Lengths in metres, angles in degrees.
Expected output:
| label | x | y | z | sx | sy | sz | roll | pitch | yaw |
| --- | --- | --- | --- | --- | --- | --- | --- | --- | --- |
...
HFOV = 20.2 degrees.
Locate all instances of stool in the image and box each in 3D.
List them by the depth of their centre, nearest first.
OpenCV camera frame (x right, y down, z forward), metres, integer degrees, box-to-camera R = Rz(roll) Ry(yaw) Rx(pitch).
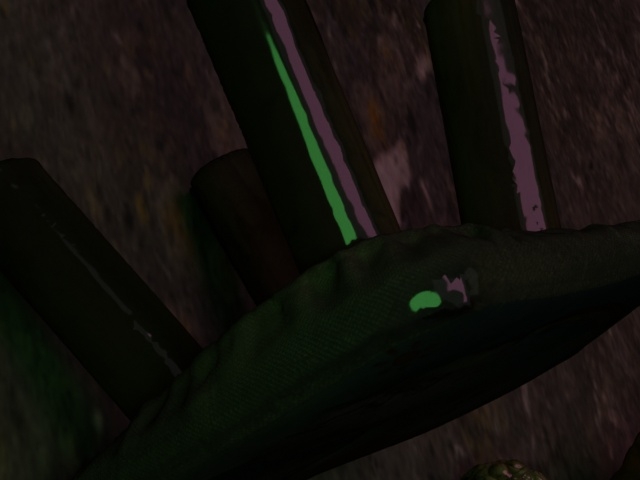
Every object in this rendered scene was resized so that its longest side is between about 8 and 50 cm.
| label | x | y | z | sx | sy | sz | roll | pitch | yaw |
| --- | --- | --- | --- | --- | --- | --- | --- | --- | --- |
| stool | 0.000 | 0.000 | 1.012 | 0.310 | 0.310 | 0.226 | -8 | 69 | -54 |

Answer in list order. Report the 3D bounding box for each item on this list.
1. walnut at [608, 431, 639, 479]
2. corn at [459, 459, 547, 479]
| label | x | y | z | sx | sy | sz | roll | pitch | yaw |
| --- | --- | --- | --- | --- | --- | --- | --- | --- | --- |
| walnut | 0.304 | 0.222 | 1.308 | 0.222 | 0.195 | 0.195 | 39 | 39 | -25 |
| corn | 0.155 | 0.264 | 1.186 | 0.086 | 0.086 | 0.253 | 13 | 51 | -45 |
